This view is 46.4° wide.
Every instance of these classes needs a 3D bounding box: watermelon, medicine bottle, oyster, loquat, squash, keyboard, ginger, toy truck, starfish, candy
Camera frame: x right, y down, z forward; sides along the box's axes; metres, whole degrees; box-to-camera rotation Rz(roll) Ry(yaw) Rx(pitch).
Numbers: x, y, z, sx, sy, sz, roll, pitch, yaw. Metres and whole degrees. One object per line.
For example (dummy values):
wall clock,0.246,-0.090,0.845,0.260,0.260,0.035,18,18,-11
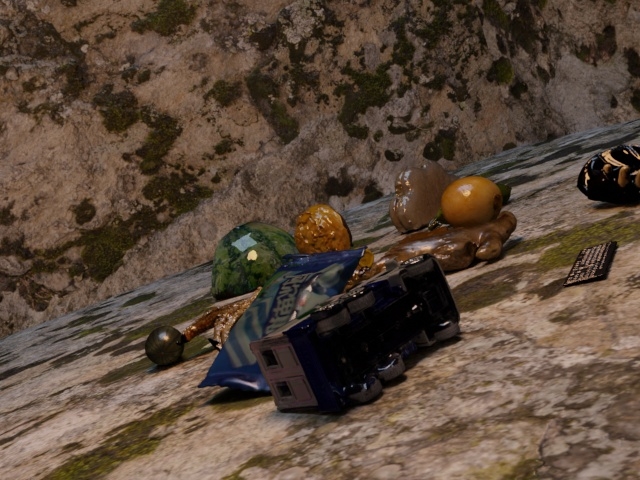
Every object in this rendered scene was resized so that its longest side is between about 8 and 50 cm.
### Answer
watermelon,-0.183,0.064,2.145,0.305,0.224,0.180,-28,-33,-44
medicine bottle,0.007,0.070,1.817,0.261,0.064,0.095,-15,7,37
watermelon,-0.306,0.206,1.470,0.078,0.078,0.111,-20,5,-14
oyster,-0.004,0.089,1.687,0.129,0.078,0.345,-13,-2,-45
loquat,0.367,-0.089,1.818,0.163,0.137,0.163,-21,22,9
squash,0.430,-0.103,2.072,0.319,0.080,0.071,-23,45,-26
keyboard,0.422,0.034,1.159,0.064,0.010,0.198,-17,6,29
ginger,0.252,0.023,1.476,0.333,0.080,0.166,-12,20,-5
toy truck,0.053,0.117,0.992,0.268,0.124,0.155,-26,5,-42
starfish,-0.106,0.133,1.414,0.312,0.113,0.303,-25,-2,38
candy,-0.048,0.115,1.175,0.187,0.077,0.331,-7,31,33

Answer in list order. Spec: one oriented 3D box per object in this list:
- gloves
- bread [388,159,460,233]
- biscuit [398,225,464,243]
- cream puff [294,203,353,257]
gloves,0.629,-0.129,1.527,0.164,0.124,0.203,-39,26,8
bread,0.317,-0.143,2.269,0.337,0.183,0.102,-24,0,-45
biscuit,0.259,0.002,1.808,0.138,0.031,0.205,-26,10,-21
cream puff,0.000,0.000,1.999,0.130,0.189,0.189,-27,9,-25
